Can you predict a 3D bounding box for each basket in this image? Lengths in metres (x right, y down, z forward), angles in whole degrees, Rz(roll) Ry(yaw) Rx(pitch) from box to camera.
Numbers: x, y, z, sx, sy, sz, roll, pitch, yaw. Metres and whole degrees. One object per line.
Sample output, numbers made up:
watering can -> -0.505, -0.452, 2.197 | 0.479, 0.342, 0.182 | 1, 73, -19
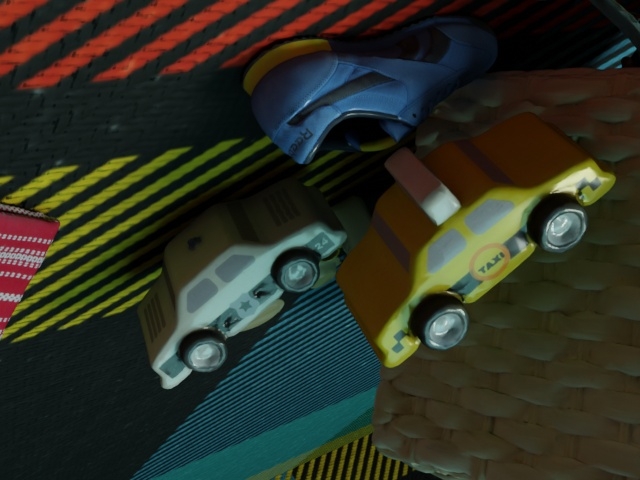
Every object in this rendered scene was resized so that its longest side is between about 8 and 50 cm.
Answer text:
basket -> 0.247, 0.039, 0.710 | 0.331, 0.328, 0.266 | 9, -179, 42

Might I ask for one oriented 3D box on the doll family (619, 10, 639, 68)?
doll family -> 0.316, -0.186, 0.784 | 0.193, 0.076, 0.111 | -13, 162, -28

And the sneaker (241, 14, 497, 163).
sneaker -> 0.049, -0.094, 0.610 | 0.209, 0.082, 0.069 | -18, 158, -35

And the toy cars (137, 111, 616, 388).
toy cars -> 0.000, 0.000, 0.644 | 0.393, 0.176, 0.087 | -12, 136, 38

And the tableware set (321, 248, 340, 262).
tableware set -> -0.056, 0.032, 0.857 | 0.154, 0.024, 0.104 | -27, 151, -4

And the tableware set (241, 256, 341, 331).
tableware set -> -0.042, 0.045, 0.956 | 0.141, 0.020, 0.169 | -29, 161, -2

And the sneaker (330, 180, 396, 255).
sneaker -> 0.110, 0.031, 0.963 | 0.148, 0.131, 0.350 | -24, 162, 0

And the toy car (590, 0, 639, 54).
toy car -> 0.093, -0.149, 0.341 | 0.149, 0.188, 0.155 | -30, 163, 3

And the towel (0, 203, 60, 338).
towel -> -0.261, 0.098, 0.518 | 0.275, 0.031, 0.199 | -62, 163, 3
